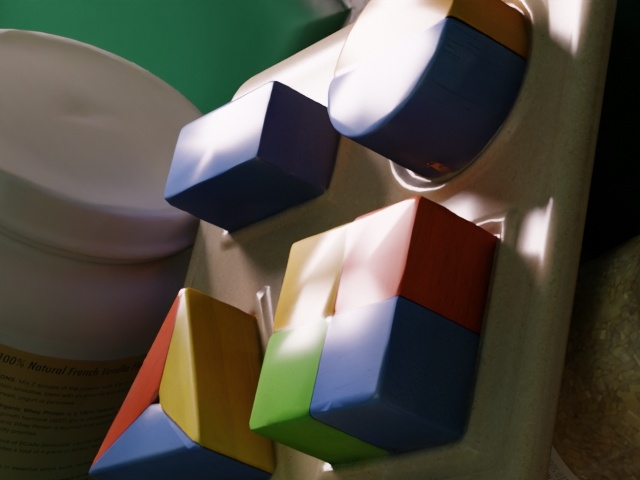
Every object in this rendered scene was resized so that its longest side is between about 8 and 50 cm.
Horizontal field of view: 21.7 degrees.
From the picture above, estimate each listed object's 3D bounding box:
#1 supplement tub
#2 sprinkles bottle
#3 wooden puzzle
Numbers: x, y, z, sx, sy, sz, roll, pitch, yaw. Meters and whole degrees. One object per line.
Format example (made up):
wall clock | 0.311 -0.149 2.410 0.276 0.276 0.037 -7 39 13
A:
supplement tub | -0.203 0.048 1.070 0.228 0.228 0.316 53 128 37
sprinkles bottle | 0.081 0.100 0.800 0.355 0.121 0.121 -33 65 46
wooden puzzle | 0.000 0.000 0.806 0.322 0.080 0.348 -22 45 52
